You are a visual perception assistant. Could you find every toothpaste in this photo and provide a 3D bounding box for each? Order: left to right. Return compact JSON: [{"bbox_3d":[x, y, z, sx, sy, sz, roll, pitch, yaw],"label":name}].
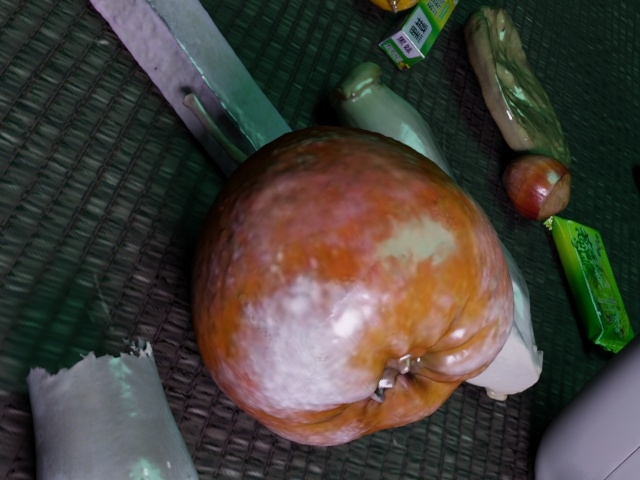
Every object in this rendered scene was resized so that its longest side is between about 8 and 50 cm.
[{"bbox_3d":[0.116,-0.252,1.392,0.043,0.037,0.178,51,35,-15],"label":"toothpaste"}]

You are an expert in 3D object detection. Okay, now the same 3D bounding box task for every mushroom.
[{"bbox_3d":[0.109,-0.014,1.158,0.109,0.097,0.351,-9,68,-57],"label":"mushroom"}]

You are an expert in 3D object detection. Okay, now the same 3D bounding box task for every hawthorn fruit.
[{"bbox_3d":[0.025,0.024,0.896,0.235,0.231,0.263,48,39,-35],"label":"hawthorn fruit"}]

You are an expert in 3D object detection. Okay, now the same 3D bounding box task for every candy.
[{"bbox_3d":[0.324,0.055,1.428,0.102,0.032,0.178,13,55,-47],"label":"candy"}]

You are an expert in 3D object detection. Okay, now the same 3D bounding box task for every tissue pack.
[{"bbox_3d":[0.361,0.179,1.122,0.229,0.333,0.236,9,39,-48],"label":"tissue pack"}]

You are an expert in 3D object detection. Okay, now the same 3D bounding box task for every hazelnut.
[{"bbox_3d":[0.246,-0.062,1.386,0.086,0.086,0.086,32,43,-35],"label":"hazelnut"}]

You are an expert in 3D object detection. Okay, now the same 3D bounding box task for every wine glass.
[{"bbox_3d":[-0.117,0.174,0.719,0.103,0.103,0.222,7,59,-50],"label":"wine glass"}]

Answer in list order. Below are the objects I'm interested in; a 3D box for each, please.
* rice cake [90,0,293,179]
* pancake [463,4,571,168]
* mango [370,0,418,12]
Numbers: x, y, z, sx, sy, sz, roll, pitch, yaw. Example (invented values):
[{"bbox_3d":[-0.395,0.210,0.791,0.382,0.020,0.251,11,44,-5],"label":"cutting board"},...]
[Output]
[{"bbox_3d":[-0.072,-0.101,1.019,0.365,0.056,0.073,52,40,-11],"label":"rice cake"},{"bbox_3d":[0.240,-0.179,1.488,0.242,0.050,0.242,41,34,-37],"label":"pancake"},{"bbox_3d":[0.067,-0.325,1.363,0.101,0.066,0.187,11,51,-39],"label":"mango"}]
